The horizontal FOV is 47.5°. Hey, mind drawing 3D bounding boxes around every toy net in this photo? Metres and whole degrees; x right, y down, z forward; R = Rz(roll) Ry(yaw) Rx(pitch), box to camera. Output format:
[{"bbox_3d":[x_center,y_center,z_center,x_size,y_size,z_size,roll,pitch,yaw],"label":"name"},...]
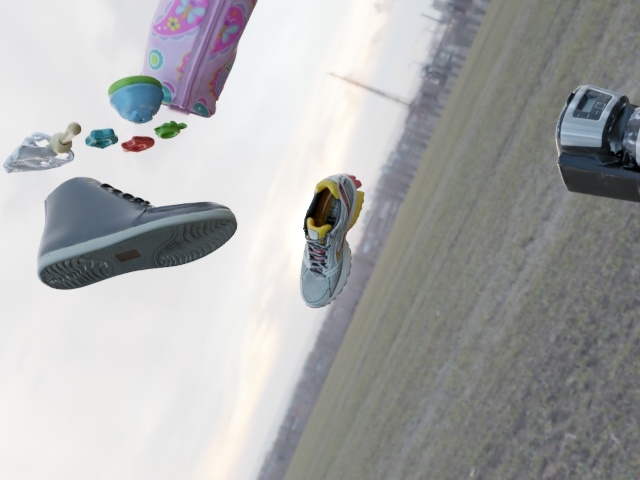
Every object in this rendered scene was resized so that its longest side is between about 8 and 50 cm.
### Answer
[{"bbox_3d":[-0.299,-0.139,0.943,0.122,0.232,0.045,42,-149,-74],"label":"toy net"}]

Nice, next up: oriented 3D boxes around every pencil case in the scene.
[{"bbox_3d":[-0.147,-0.305,0.952,0.284,0.124,0.124,-62,0,25],"label":"pencil case"}]

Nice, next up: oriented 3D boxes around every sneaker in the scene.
[{"bbox_3d":[0.000,0.000,1.171,0.093,0.088,0.225,-6,-72,-60],"label":"sneaker"},{"bbox_3d":[-0.209,-0.031,0.812,0.083,0.222,0.118,81,175,-57],"label":"sneaker"}]

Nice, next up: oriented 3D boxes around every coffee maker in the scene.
[{"bbox_3d":[0.363,-0.083,0.800,0.120,0.178,0.171,-35,-54,-33],"label":"coffee maker"}]
